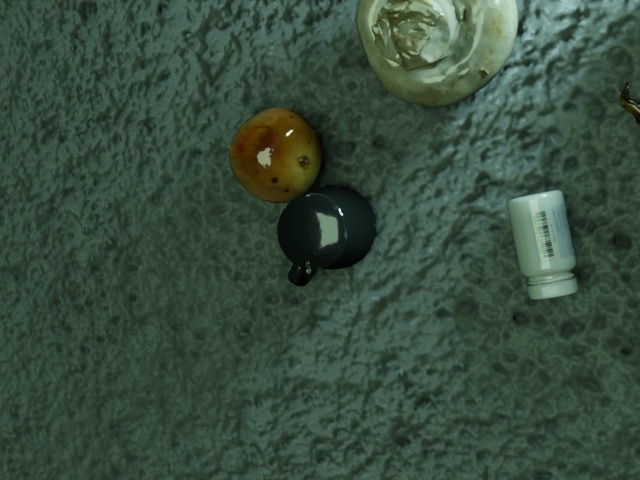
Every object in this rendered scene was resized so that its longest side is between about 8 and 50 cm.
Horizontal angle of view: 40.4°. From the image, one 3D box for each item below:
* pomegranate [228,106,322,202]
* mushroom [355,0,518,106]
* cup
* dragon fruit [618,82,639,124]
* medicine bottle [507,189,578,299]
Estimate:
[{"bbox_3d":[-0.088,-0.170,1.734,0.191,0.191,0.191,2,95,23],"label":"pomegranate"},{"bbox_3d":[0.193,-0.389,1.532,0.298,0.290,0.297,2,96,22],"label":"mushroom"},{"bbox_3d":[0.000,0.000,1.710,0.169,0.176,0.223,33,105,14],"label":"cup"},{"bbox_3d":[0.594,-0.169,1.476,0.125,0.125,0.246,-46,70,23],"label":"dragon fruit"},{"bbox_3d":[0.405,0.008,1.577,0.103,0.103,0.186,-12,89,23],"label":"medicine bottle"}]
